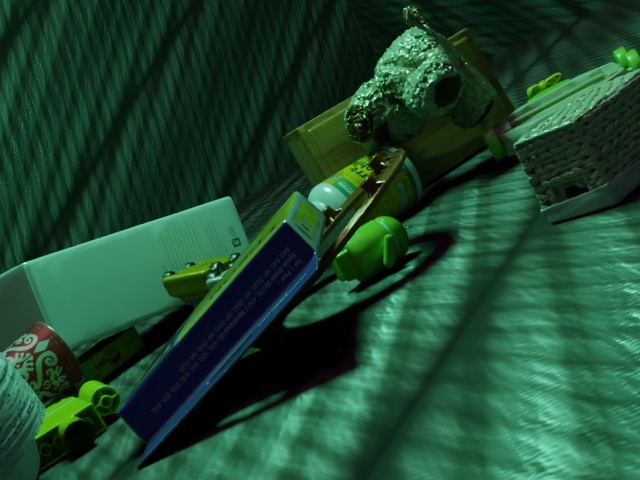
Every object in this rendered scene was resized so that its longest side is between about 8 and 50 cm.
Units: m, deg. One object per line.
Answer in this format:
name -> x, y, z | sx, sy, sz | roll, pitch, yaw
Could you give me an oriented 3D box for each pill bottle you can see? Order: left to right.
pill bottle -> 0.054, -0.059, 1.914 | 0.208, 0.118, 0.117 | -33, 8, -26

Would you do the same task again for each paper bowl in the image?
paper bowl -> -0.444, 0.270, 1.380 | 0.284, 0.148, 0.284 | -32, 18, 12

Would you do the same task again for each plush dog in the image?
plush dog -> 0.131, -0.241, 1.956 | 0.225, 0.211, 0.262 | -43, -18, 19

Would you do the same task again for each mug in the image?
mug -> -0.461, 0.231, 1.813 | 0.113, 0.150, 0.169 | 26, 50, 35

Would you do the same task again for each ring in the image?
ring -> 0.000, 0.000, 1.617 | 0.337, 0.032, 0.336 | -50, 6, 7

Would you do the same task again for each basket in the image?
basket -> 0.313, -0.109, 1.327 | 0.167, 0.103, 0.113 | -36, 9, -34

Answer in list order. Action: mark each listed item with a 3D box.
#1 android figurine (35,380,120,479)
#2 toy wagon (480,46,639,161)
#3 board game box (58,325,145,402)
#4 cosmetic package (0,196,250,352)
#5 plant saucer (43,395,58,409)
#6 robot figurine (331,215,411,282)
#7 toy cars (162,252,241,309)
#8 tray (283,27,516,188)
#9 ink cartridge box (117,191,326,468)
android figurine -> -0.391, 0.275, 1.623 | 0.248, 0.056, 0.273 | -32, 10, -19
toy wagon -> 0.393, -0.223, 1.933 | 0.267, 0.068, 0.344 | -28, 7, 11
board game box -> -0.394, 0.218, 2.049 | 0.092, 0.043, 0.181 | -23, 10, 34
cosmetic package -> -0.359, 0.076, 2.108 | 0.453, 0.162, 0.230 | -22, 0, -43
plant saucer -> -0.508, 0.316, 1.850 | 0.241, 0.037, 0.241 | -29, 7, 4
robot figurine -> 0.069, 0.011, 1.587 | 0.115, 0.067, 0.101 | -32, 6, -18
toy cars -> -0.145, 0.076, 1.903 | 0.176, 0.087, 0.393 | -15, 5, -24
tray -> 0.155, -0.201, 2.133 | 0.411, 0.203, 0.076 | -33, 4, -26
ink cartridge box -> -0.114, 0.092, 1.402 | 0.304, 0.072, 0.307 | -48, 3, 9
